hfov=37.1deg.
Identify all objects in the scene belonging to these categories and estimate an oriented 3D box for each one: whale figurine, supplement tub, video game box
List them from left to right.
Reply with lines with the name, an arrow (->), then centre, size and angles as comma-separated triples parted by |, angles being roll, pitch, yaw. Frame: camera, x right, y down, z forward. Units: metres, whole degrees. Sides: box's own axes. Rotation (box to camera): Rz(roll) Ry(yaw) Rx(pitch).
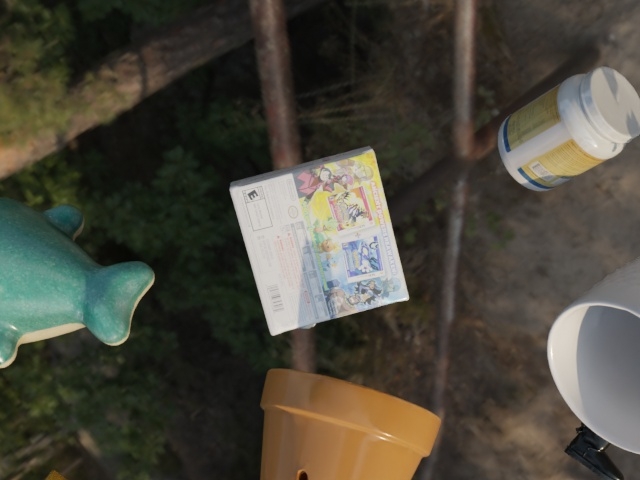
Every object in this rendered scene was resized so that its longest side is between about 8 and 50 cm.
whale figurine -> -0.330, 0.037, 1.076 | 0.272, 0.216, 0.141 | 11, 149, 20
video game box -> 0.000, 0.000, 1.219 | 0.048, 0.187, 0.205 | -96, -7, -75
supplement tub -> 0.399, -0.177, 1.530 | 0.144, 0.144, 0.199 | 54, 140, -4

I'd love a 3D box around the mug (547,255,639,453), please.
mug -> 0.610, 0.190, 1.565 | 0.374, 0.328, 0.276 | 55, 145, 9

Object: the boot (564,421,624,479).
boot -> 0.492, 0.353, 1.645 | 0.121, 0.099, 0.045 | 33, -175, 13

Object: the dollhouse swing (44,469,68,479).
dollhouse swing -> -0.479, 0.625, 1.511 | 0.315, 0.347, 0.305 | 43, 125, -9

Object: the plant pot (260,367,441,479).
plant pot -> 0.027, 0.343, 1.511 | 0.290, 0.204, 0.291 | 15, 164, 4

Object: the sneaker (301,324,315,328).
sneaker -> -0.039, 0.042, 1.289 | 0.063, 0.073, 0.162 | 8, 100, 59
